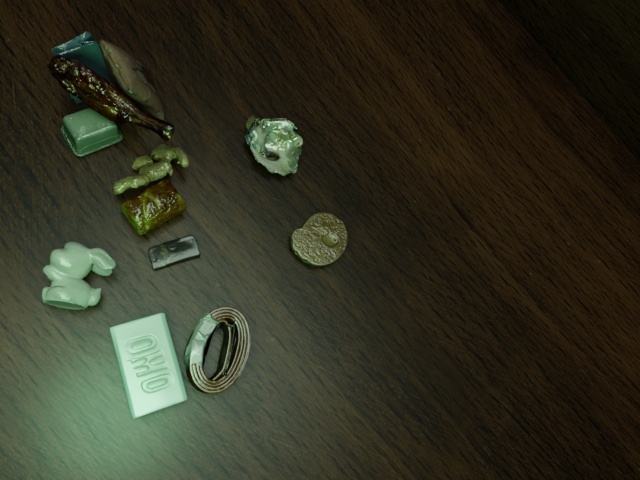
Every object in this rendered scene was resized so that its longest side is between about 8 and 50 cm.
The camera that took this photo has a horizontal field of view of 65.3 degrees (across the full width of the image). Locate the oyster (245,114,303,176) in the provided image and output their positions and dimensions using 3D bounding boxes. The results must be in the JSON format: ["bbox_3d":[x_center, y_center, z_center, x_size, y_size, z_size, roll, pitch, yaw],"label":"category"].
[{"bbox_3d":[-0.170,-0.340,1.807,0.214,0.083,0.223,8,76,-12],"label":"oyster"}]

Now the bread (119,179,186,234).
[{"bbox_3d":[-0.535,-0.109,1.596,0.172,0.103,0.132,-35,86,-29],"label":"bread"}]

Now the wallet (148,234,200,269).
[{"bbox_3d":[-0.473,0.037,1.616,0.156,0.018,0.082,-17,78,-22],"label":"wallet"}]

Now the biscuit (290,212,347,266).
[{"bbox_3d":[0.000,0.000,1.768,0.181,0.049,0.208,44,65,0],"label":"biscuit"}]

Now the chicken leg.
[{"bbox_3d":[-0.633,-0.429,1.537,0.406,0.158,0.096,32,71,-15],"label":"chicken leg"}]

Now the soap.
[{"bbox_3d":[-0.502,0.362,1.461,0.159,0.087,0.266,-14,78,-21],"label":"soap"}]

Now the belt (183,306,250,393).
[{"bbox_3d":[-0.317,0.333,1.526,0.183,0.105,0.262,14,72,-16],"label":"belt"}]

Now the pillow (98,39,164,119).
[{"bbox_3d":[-0.615,-0.530,1.657,0.084,0.236,0.223,-31,77,8],"label":"pillow"}]

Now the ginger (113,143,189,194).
[{"bbox_3d":[-0.567,-0.234,1.636,0.258,0.065,0.149,-34,50,-18],"label":"ginger"}]

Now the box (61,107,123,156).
[{"bbox_3d":[-0.741,-0.364,1.616,0.172,0.093,0.124,-31,84,-24],"label":"box"}]

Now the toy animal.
[{"bbox_3d":[-0.708,0.107,1.455,0.178,0.127,0.193,20,66,-13],"label":"toy animal"}]

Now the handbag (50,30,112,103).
[{"bbox_3d":[-0.761,-0.546,1.599,0.144,0.221,0.057,-38,78,-24],"label":"handbag"}]
